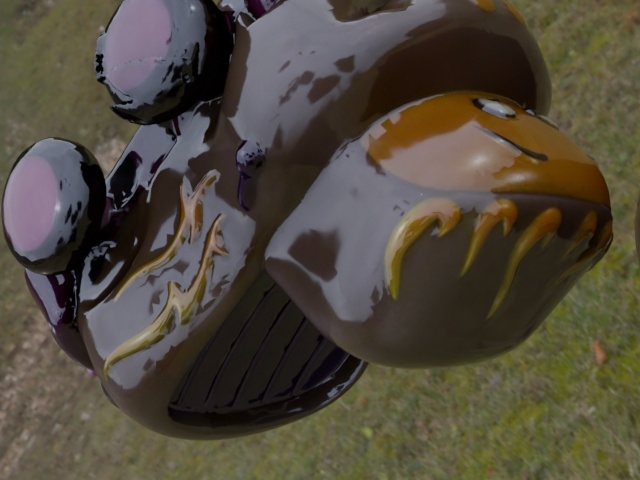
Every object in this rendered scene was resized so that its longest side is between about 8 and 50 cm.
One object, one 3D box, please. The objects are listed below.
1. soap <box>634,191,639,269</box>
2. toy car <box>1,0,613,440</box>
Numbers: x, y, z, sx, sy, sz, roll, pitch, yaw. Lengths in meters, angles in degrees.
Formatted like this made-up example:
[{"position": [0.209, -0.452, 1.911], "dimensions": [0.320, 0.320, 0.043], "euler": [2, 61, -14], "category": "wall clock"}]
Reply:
[{"position": [0.255, -0.017, 0.492], "dimensions": [0.220, 0.127, 0.325], "euler": [-60, 2, 30], "category": "soap"}, {"position": [0.000, 0.000, 0.607], "dimensions": [0.340, 0.271, 0.240], "euler": [-53, 55, 24], "category": "toy car"}]
